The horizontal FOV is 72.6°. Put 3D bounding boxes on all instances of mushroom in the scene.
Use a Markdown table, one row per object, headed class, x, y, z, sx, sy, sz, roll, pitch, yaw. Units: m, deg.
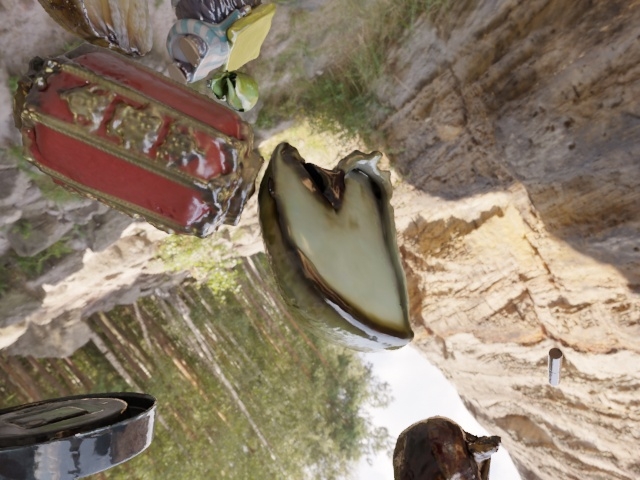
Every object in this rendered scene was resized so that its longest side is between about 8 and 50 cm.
| class | x | y | z | sx | sy | sz | roll | pitch | yaw |
| --- | --- | --- | --- | --- | --- | --- | --- | --- | --- |
| mushroom | -0.007 | 0.003 | 0.616 | 0.212 | 0.217 | 0.292 | -32 | -133 | 55 |

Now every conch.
| class | x | y | z | sx | sy | sz | roll | pitch | yaw |
| --- | --- | --- | --- | --- | --- | --- | --- | --- | --- |
| conch | -0.185 | -0.325 | 0.940 | 0.094 | 0.080 | 0.200 | -1 | -178 | 12 |

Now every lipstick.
| class | x | y | z | sx | sy | sz | roll | pitch | yaw |
| --- | --- | --- | --- | --- | --- | --- | --- | --- | --- |
| lipstick | 0.342 | 0.186 | 0.636 | 0.018 | 0.094 | 0.019 | -14 | -135 | 15 |

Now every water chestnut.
| class | x | y | z | sx | sy | sz | roll | pitch | yaw |
| --- | --- | --- | --- | --- | --- | --- | --- | --- | --- |
| water chestnut | 0.252 | 0.453 | 0.858 | 0.238 | 0.224 | 0.224 | -25 | -168 | 13 |

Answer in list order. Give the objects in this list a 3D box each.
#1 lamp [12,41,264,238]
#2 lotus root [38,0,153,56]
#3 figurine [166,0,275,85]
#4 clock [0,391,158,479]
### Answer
| class | x | y | z | sx | sy | sz | roll | pitch | yaw |
| --- | --- | --- | --- | --- | --- | --- | --- | --- | --- |
| lamp | -0.206 | -0.113 | 0.522 | 0.177 | 0.273 | 0.177 | -60 | -168 | 21 |
| lotus root | -0.227 | -0.338 | 0.383 | 0.078 | 0.330 | 0.167 | -4 | -175 | -1 |
| figurine | -0.362 | -0.655 | 1.207 | 0.266 | 0.378 | 0.361 | -38 | -172 | 49 |
| clock | -0.518 | 0.375 | 0.848 | 0.385 | 0.077 | 0.386 | -3 | 173 | 0 |
